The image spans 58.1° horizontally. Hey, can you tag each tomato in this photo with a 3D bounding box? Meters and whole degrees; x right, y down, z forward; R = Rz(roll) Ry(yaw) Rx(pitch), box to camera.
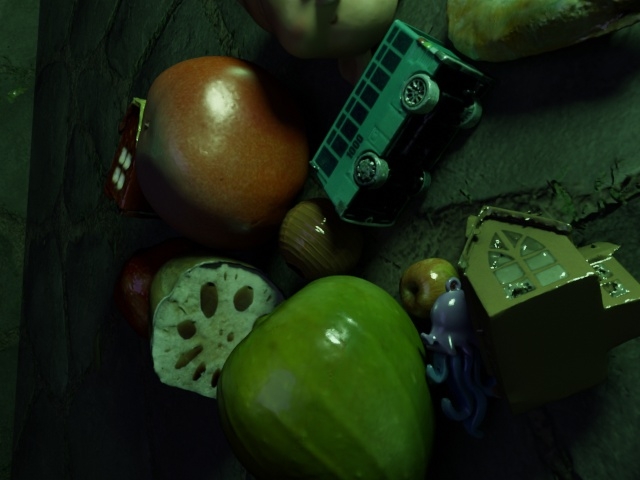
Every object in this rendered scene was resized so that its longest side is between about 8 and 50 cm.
[{"bbox_3d":[-0.190,-0.151,1.014,0.341,0.272,0.342,-2,87,47],"label":"tomato"}]

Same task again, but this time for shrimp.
[{"bbox_3d":[0.271,-0.299,0.659,0.317,0.077,0.168,7,91,51],"label":"shrimp"}]

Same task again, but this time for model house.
[{"bbox_3d":[-0.321,-0.175,1.215,0.160,0.195,0.254,44,119,49],"label":"model house"},{"bbox_3d":[0.233,0.030,0.658,0.176,0.181,0.248,-21,36,5],"label":"model house"}]

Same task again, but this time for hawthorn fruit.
[{"bbox_3d":[-0.315,0.130,1.200,0.230,0.210,0.266,-16,86,47],"label":"hawthorn fruit"}]

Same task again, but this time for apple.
[{"bbox_3d":[0.149,0.065,0.781,0.084,0.071,0.084,0,90,56],"label":"apple"}]

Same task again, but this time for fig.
[{"bbox_3d":[0.027,0.220,0.770,0.316,0.316,0.317,-3,86,48],"label":"fig"}]

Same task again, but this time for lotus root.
[{"bbox_3d":[-0.197,0.141,1.045,0.192,0.272,0.273,26,108,57],"label":"lotus root"}]

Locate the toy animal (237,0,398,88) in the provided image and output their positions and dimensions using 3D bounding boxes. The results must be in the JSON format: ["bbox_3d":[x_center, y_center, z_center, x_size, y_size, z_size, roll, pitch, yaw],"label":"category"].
[{"bbox_3d":[-0.017,-0.388,0.886,0.326,0.269,0.237,-106,34,-68],"label":"toy animal"}]

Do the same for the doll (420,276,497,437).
[{"bbox_3d":[0.177,0.148,0.722,0.067,0.109,0.206,173,90,-66],"label":"doll"}]

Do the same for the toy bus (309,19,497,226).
[{"bbox_3d":[0.101,-0.155,0.801,0.256,0.128,0.147,-56,49,27],"label":"toy bus"}]

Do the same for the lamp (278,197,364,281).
[{"bbox_3d":[0.000,0.000,0.901,0.136,0.136,0.137,-3,86,48],"label":"lamp"}]
